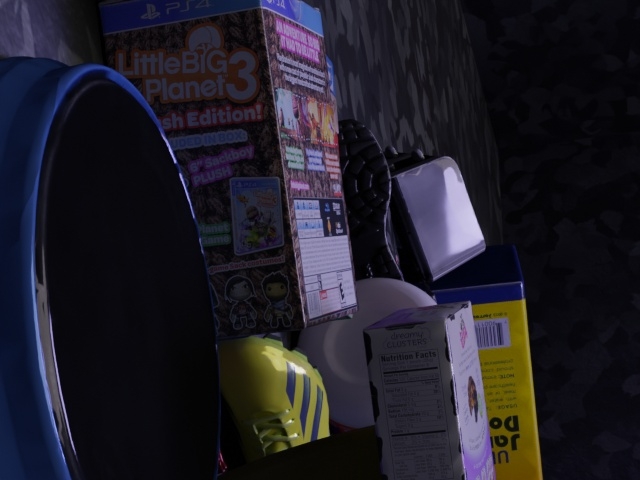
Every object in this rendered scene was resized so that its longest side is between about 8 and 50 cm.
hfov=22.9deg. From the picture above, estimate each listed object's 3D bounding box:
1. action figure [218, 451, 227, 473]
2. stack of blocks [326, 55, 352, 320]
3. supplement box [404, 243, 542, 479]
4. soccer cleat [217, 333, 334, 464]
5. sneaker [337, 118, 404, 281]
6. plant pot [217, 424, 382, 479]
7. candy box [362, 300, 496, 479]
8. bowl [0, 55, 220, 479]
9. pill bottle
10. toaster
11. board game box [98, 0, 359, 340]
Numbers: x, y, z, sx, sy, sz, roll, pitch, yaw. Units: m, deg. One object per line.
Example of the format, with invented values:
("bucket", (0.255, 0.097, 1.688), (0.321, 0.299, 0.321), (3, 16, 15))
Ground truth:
("action figure", (-0.107, 0.145, 1.360), (0.038, 0.030, 0.115), (-10, 87, -83))
("stack of blocks", (-0.036, -0.070, 1.672), (0.171, 0.087, 0.297), (42, 42, -71))
("supplement box", (0.206, 0.208, 2.271), (0.194, 0.195, 0.356), (-79, 162, -74))
("soccer cleat", (-0.037, 0.199, 1.506), (0.289, 0.093, 0.121), (68, 25, -46))
("sneaker", (0.046, -0.014, 2.008), (0.124, 0.107, 0.283), (-83, 162, -83))
("plant pot", (-0.005, 0.281, 1.371), (0.212, 0.187, 0.212), (37, 47, -72))
("candy box", (0.094, 0.155, 1.294), (0.165, 0.070, 0.196), (-11, 93, -77))
("bowl", (-0.155, 0.063, 1.082), (0.391, 0.077, 0.391), (-8, 90, -78))
("pill bottle", (0.093, 0.187, 1.886), (0.323, 0.182, 0.181), (62, 24, -58))
("toaster", (0.120, -0.030, 2.110), (0.168, 0.110, 0.185), (12, -53, 64))
("board game box", (-0.072, -0.064, 1.381), (0.232, 0.141, 0.290), (-3, 85, -78))
